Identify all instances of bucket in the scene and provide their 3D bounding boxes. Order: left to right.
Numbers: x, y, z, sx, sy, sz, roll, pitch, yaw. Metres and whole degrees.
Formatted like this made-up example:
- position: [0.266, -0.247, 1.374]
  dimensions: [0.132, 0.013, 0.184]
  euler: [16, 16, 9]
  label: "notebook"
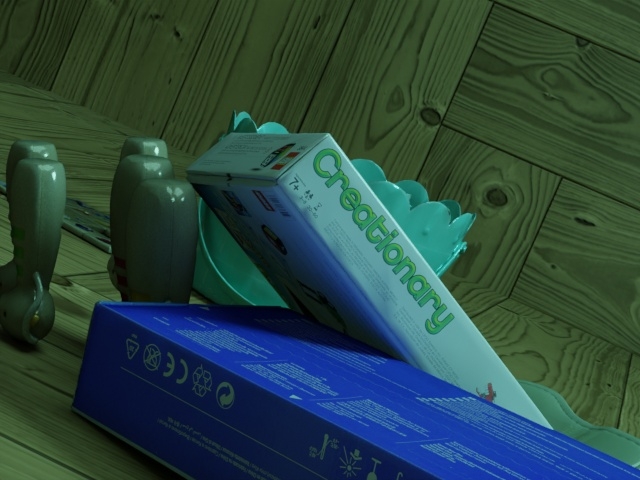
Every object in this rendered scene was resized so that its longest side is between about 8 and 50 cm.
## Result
- position: [0.000, 0.000, 1.686]
  dimensions: [0.281, 0.183, 0.281]
  euler: [22, 5, -2]
  label: "bucket"

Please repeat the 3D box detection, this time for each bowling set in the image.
- position: [-0.195, 0.011, 1.170]
  dimensions: [0.200, 0.154, 0.287]
  euler: [4, 10, -8]
  label: "bowling set"

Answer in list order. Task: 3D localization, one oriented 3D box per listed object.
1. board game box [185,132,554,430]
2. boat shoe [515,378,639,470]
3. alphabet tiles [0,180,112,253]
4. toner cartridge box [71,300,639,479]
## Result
- position: [0.042, 0.057, 1.119]
  dimensions: [0.305, 0.053, 0.193]
  euler: [52, -14, -17]
  label: "board game box"
- position: [0.194, 0.180, 1.385]
  dimensions: [0.081, 0.069, 0.228]
  euler: [-19, 24, -25]
  label: "boat shoe"
- position: [-0.223, -0.011, 1.782]
  dimensions: [0.198, 0.009, 0.237]
  euler: [27, 6, 33]
  label: "alphabet tiles"
- position: [0.027, 0.122, 0.938]
  dimensions: [0.165, 0.075, 0.348]
  euler: [6, 12, -46]
  label: "toner cartridge box"
